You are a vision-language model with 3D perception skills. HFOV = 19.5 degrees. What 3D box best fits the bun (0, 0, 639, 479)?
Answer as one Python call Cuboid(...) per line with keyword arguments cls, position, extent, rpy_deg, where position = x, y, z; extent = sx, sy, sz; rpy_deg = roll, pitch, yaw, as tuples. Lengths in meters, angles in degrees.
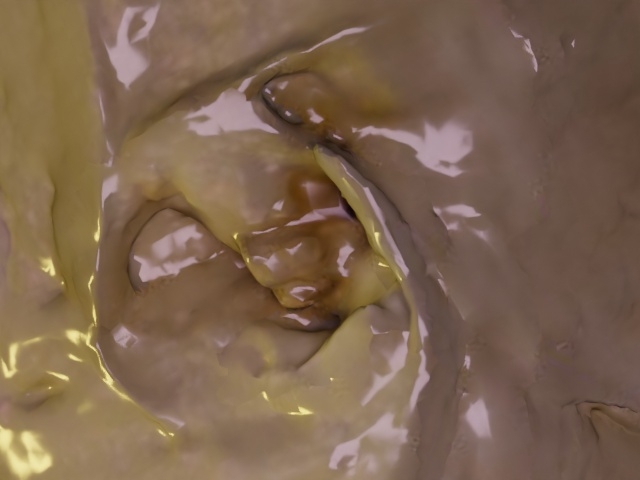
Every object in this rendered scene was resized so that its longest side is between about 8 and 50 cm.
Cuboid(cls="bun", position=(0.000, 0.000, 0.649), extent=(0.361, 0.213, 0.361), rpy_deg=(-1, 98, -5))
